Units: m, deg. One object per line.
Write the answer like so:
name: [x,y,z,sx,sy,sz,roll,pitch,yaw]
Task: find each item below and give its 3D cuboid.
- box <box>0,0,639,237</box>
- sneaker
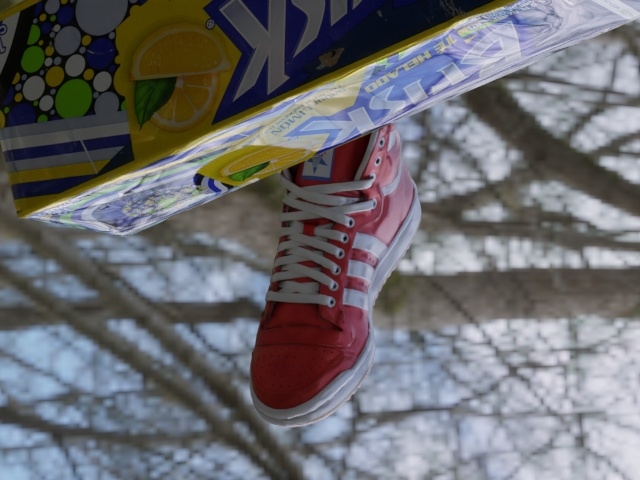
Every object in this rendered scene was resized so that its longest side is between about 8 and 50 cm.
box: [-0.005,-0.057,0.514,0.169,0.054,0.059,-22,-105,25]
sneaker: [0.000,0.000,0.647,0.042,0.118,0.067,4,-45,20]
